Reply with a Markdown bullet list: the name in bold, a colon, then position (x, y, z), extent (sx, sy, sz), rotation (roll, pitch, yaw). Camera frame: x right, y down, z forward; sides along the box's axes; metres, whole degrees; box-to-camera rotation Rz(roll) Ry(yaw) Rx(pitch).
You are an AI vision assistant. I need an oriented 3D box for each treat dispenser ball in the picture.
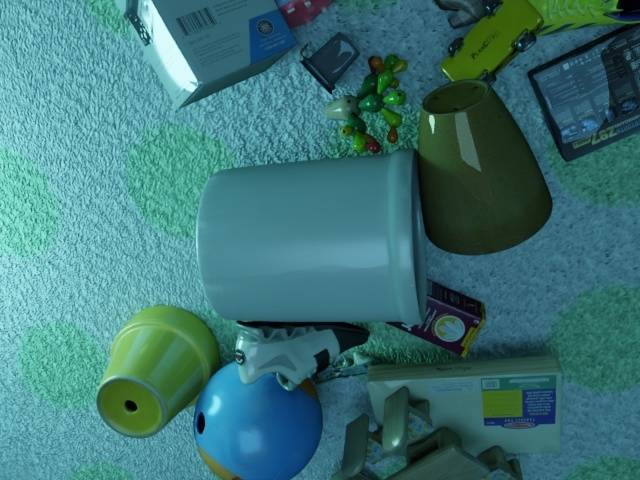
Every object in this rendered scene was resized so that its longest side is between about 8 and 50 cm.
- **treat dispenser ball**: position (-0.138, 0.404, 1.434), extent (0.289, 0.288, 0.288), rotation (4, 112, 9)

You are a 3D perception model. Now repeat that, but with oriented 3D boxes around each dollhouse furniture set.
- **dollhouse furniture set**: position (0.191, 0.590, 1.421), extent (0.362, 0.256, 0.394), rotation (36, 124, -18)

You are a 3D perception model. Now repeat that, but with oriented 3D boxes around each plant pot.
- **plant pot**: position (-0.387, 0.314, 1.471), extent (0.254, 0.239, 0.253), rotation (4, 113, 10)
- **plant pot**: position (0.268, -0.146, 1.135), extent (0.237, 0.237, 0.254), rotation (-14, 124, 15)

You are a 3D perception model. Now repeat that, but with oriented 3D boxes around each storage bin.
- **storage bin**: position (0.019, -0.340, 1.197), extent (0.091, 0.135, 0.098), rotation (-43, 99, 11)

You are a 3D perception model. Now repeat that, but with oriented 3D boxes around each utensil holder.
- **utensil holder**: position (0.000, 0.000, 1.235), extent (0.386, 0.327, 0.327), rotation (-2, 111, 14)

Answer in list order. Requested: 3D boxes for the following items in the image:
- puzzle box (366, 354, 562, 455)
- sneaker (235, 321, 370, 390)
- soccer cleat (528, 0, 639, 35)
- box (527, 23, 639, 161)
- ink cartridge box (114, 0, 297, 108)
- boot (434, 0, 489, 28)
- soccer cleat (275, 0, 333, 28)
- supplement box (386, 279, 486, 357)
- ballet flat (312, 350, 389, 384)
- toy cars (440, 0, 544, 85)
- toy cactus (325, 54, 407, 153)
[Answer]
- **puzzle box**: position (0.325, 0.378, 1.435), extent (0.409, 0.052, 0.272), rotation (-5, 125, 12)
- **sneaker**: position (-0.039, 0.238, 1.361), extent (0.331, 0.122, 0.146), rotation (3, 93, -35)
- **soccer cleat**: position (0.459, -0.402, 1.082), extent (0.289, 0.121, 0.093), rotation (-2, 114, 22)
- **box**: position (0.523, -0.273, 1.166), extent (0.233, 0.059, 0.183), rotation (-24, 105, 18)
- **ink cartridge box**: position (-0.221, -0.422, 1.121), extent (0.129, 0.223, 0.307), rotation (-18, 104, 57)
- **boot**: position (0.254, -0.446, 1.159), extent (0.087, 0.042, 0.118), rotation (-34, 104, 14)
- **soccer cleat**: position (-0.009, -0.474, 1.181), extent (0.248, 0.083, 0.095), rotation (-25, 74, 24)
- **supplement box**: position (0.247, 0.157, 1.378), extent (0.188, 0.081, 0.104), rotation (23, 114, 1)
- **ballet flat**: position (0.069, 0.288, 1.478), extent (0.189, 0.070, 0.070), rotation (-12, 109, 10)
- **toy cars**: position (0.311, -0.441, 1.086), extent (0.177, 0.087, 0.393), rotation (17, 114, 35)
- **toy cactus**: position (0.077, -0.257, 1.209), extent (0.181, 0.112, 0.218), rotation (0, 73, 44)
